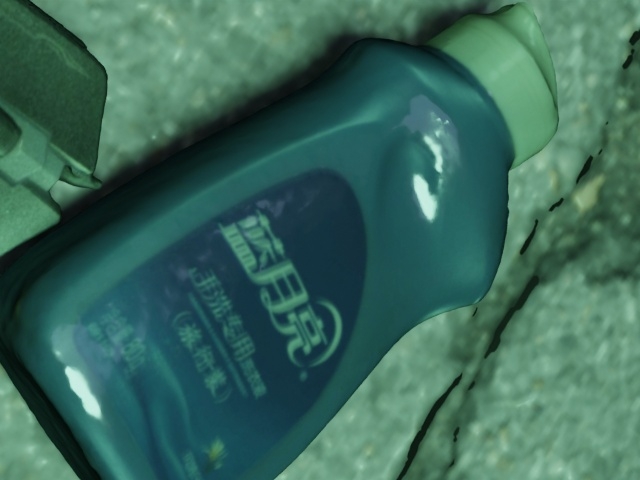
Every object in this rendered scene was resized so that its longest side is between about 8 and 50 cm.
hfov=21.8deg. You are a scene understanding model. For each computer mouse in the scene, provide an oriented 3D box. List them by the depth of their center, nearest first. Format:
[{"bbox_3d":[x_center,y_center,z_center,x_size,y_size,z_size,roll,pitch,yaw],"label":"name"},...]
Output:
[{"bbox_3d":[-0.181,-0.077,0.668,0.231,0.071,0.126,38,79,-22],"label":"computer mouse"}]

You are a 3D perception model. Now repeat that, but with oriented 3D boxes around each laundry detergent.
[{"bbox_3d":[0.000,0.000,0.742,0.290,0.094,0.143,-38,110,-17],"label":"laundry detergent"}]
